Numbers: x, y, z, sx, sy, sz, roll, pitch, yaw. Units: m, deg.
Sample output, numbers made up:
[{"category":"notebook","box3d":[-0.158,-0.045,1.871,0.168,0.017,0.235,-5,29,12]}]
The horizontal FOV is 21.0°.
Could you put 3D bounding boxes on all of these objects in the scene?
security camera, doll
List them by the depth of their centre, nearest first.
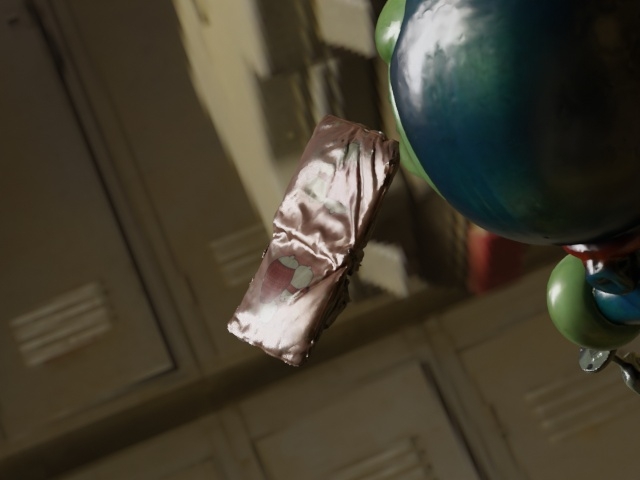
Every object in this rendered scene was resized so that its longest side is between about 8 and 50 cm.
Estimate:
[{"category":"doll","box3d":[0.158,-0.075,0.988,0.186,0.198,0.322,-1,147,48]},{"category":"security camera","box3d":[0.314,0.126,1.752,0.092,0.058,0.058,26,-169,-23]}]

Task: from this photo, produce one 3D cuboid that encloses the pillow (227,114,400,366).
[{"category":"pillow","box3d":[0.000,0.000,1.723,0.049,0.248,0.135,24,179,-39]}]
